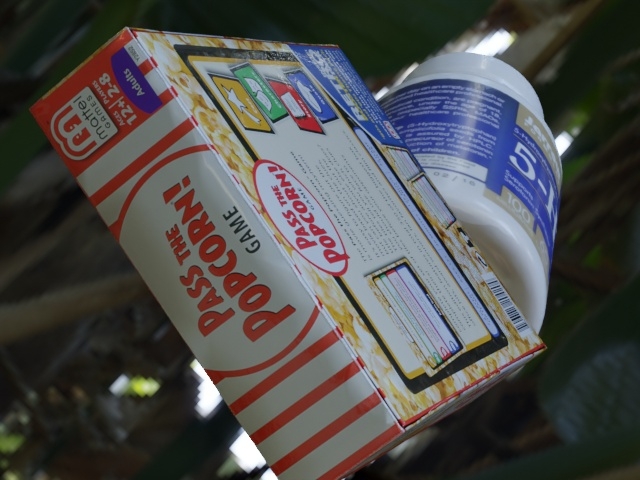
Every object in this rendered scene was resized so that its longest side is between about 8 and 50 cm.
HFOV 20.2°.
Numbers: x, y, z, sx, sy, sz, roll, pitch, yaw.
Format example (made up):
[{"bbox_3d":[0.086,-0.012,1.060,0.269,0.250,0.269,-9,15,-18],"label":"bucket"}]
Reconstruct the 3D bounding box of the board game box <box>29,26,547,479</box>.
[{"bbox_3d":[0.000,0.000,0.614,0.147,0.045,0.193,56,18,8],"label":"board game box"}]

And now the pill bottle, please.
[{"bbox_3d":[0.062,-0.018,0.888,0.112,0.187,0.112,5,-59,9],"label":"pill bottle"}]
